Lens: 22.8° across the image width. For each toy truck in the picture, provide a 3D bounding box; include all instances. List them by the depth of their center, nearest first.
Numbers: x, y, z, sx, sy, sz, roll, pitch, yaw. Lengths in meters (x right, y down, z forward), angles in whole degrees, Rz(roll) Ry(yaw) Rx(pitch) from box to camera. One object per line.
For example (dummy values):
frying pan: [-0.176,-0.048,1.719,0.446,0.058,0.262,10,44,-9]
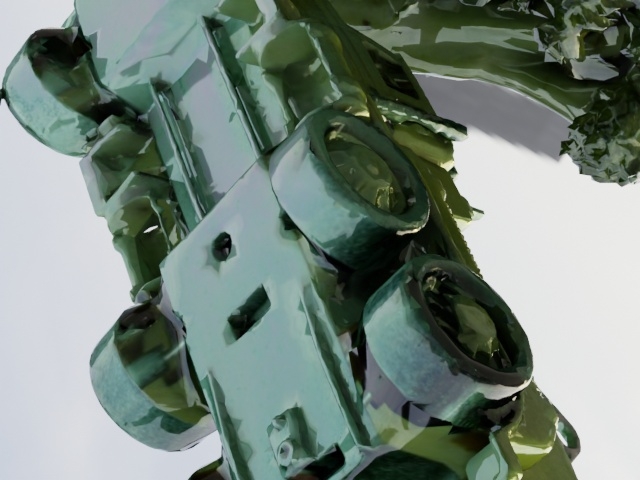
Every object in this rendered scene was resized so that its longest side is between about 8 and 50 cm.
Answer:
toy truck: [-0.003,-0.003,0.520,0.135,0.128,0.260,10,-136,-46]

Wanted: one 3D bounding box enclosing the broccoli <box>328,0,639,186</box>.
broccoli: [0.056,-0.174,0.619,0.304,0.283,0.321,56,-165,-46]
